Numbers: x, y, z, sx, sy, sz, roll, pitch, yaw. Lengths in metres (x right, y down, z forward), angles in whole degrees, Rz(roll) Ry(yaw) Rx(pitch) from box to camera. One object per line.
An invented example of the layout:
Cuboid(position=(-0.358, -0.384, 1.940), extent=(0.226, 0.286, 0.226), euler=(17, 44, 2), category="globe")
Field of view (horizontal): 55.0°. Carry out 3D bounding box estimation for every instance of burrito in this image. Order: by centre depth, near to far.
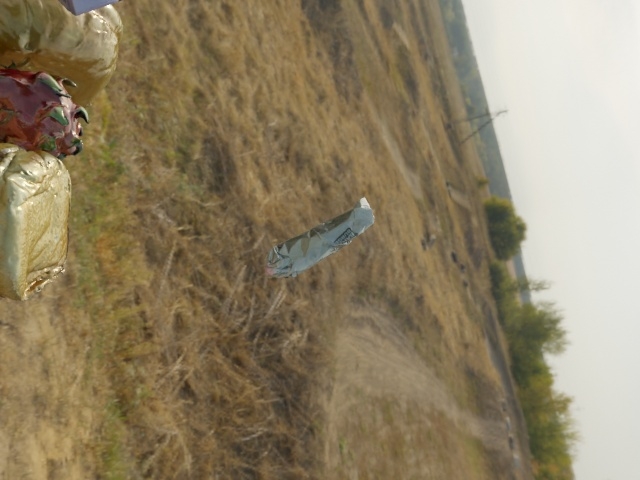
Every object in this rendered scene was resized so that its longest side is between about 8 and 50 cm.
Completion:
Cuboid(position=(0.001, 0.000, 0.971), extent=(0.064, 0.203, 0.064), euler=(55, -13, 19), category="burrito")

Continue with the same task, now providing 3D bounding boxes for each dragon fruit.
Cuboid(position=(-0.459, -0.207, 0.913), extent=(0.236, 0.135, 0.137), euler=(31, 9, -17), category="dragon fruit")

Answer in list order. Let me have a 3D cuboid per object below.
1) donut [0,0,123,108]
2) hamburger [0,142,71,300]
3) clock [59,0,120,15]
Cuboid(position=(-0.574, -0.329, 1.093), extent=(0.198, 0.449, 0.449), euler=(68, 15, 7), category="donut")
Cuboid(position=(-0.392, -0.023, 0.780), extent=(0.214, 0.108, 0.213), euler=(8, 90, -89), category="hamburger")
Cuboid(position=(-0.326, -0.385, 0.743), extent=(0.193, 0.073, 0.144), euler=(46, -27, 21), category="clock")
